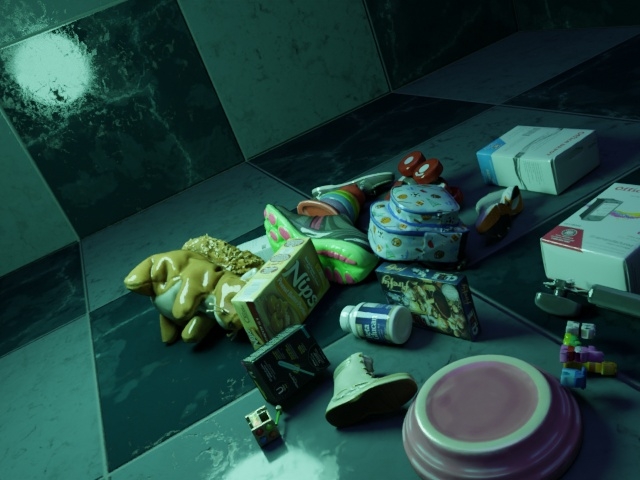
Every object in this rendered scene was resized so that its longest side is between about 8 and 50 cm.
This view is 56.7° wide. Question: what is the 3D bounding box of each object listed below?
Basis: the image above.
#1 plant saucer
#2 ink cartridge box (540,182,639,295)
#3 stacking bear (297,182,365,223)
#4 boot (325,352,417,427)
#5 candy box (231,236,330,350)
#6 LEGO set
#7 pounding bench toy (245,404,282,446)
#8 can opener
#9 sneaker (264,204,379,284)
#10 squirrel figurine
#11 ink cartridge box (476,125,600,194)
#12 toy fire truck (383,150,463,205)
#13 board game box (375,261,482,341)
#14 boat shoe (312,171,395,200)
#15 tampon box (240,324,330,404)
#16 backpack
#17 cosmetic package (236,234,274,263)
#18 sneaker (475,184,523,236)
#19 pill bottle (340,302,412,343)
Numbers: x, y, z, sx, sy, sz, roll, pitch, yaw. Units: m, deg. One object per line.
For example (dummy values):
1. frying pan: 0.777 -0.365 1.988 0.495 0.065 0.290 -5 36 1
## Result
1. plant saucer: 0.310 0.327 1.115 0.332 0.084 0.332 -18 26 9
2. ink cartridge box: 0.716 -0.005 1.410 0.306 0.131 0.226 -34 27 -22
3. stacking bear: 0.067 -0.114 2.136 0.164 0.175 0.289 -2 23 31
4. boot: 0.112 0.307 1.303 0.213 0.077 0.165 -28 19 20
5. candy box: -0.103 0.149 1.688 0.088 0.182 0.316 -2 31 35
6. LEGO set: 0.515 0.226 1.135 0.093 0.087 0.227 2 9 26
7. pounding bench toy: -0.115 0.408 1.325 0.083 0.052 0.065 -27 25 -13
8. can opener: 0.612 0.139 1.286 0.074 0.093 0.280 17 -5 -42
9. sneaker: 0.000 0.000 1.919 0.483 0.185 0.202 26 38 36
10. squirrel figurine: -0.306 0.128 1.809 0.371 0.281 0.397 0 34 27
11. ink cartridge box: 0.713 -0.272 1.954 0.223 0.129 0.307 -32 26 -22
12. toy fire truck: 0.314 -0.150 2.019 0.254 0.169 0.302 -42 25 0
13. board game box: 0.257 0.144 1.433 0.243 0.165 0.042 7 37 48
14. boat shoe: 0.133 -0.184 2.316 0.335 0.095 0.112 -13 -10 11
15. tampon box: -0.085 0.294 1.425 0.161 0.120 0.101 -33 5 -25
16. backpack: 0.269 -0.040 1.701 0.264 0.213 0.276 -8 23 -5
17. cosmetic package: -0.178 0.034 2.105 0.231 0.085 0.117 -22 25 1
18. sneaker: 0.512 -0.078 1.786 0.121 0.099 0.262 -8 19 43
19. pill bottle: 0.136 0.205 1.490 0.169 0.094 0.094 0 32 40
